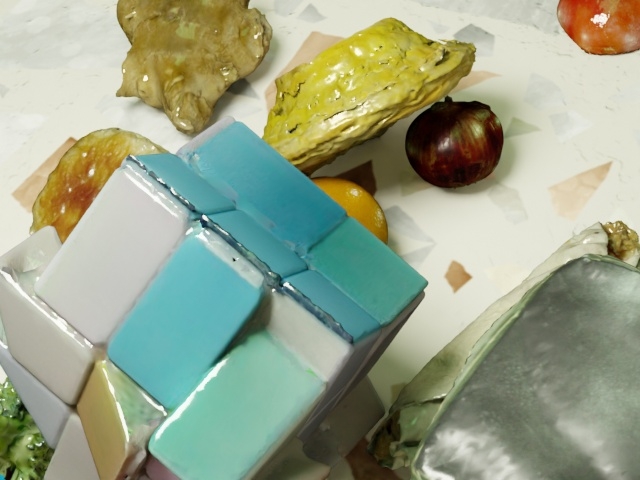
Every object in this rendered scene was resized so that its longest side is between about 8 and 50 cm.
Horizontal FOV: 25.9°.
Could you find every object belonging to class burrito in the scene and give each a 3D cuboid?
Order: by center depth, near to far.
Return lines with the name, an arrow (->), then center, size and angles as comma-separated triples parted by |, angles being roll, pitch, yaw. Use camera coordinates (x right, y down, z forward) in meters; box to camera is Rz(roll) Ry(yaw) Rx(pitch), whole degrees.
burrito -> 0.206, 0.105, 1.473 | 0.392, 0.076, 0.117 | -39, 14, -17

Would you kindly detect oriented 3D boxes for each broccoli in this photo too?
broccoli -> -0.337, 0.211, 1.459 | 0.167, 0.160, 0.154 | -2, 79, 7

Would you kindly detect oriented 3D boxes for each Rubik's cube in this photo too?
Rubik's cube -> -0.119, 0.091, 1.365 | 0.387, 0.368, 0.358 | 41, 45, 11

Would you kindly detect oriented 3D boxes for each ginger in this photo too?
ginger -> -0.165, -0.234, 1.810 | 0.219, 0.123, 0.270 | -15, 60, 3

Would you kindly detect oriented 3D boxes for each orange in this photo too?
orange -> 0.000, 0.000, 1.585 | 0.156, 0.124, 0.156 | -10, 32, 6

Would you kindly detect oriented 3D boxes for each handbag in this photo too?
handbag -> 0.246, 0.201, 1.300 | 0.247, 0.240, 0.340 | 23, 58, 30

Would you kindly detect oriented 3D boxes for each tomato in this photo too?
tomato -> 0.381, -0.317, 1.799 | 0.156, 0.069, 0.155 | -6, 50, 7

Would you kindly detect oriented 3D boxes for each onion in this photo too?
onion -> 0.158, -0.115, 1.652 | 0.117, 0.118, 0.118 | -19, 47, 24

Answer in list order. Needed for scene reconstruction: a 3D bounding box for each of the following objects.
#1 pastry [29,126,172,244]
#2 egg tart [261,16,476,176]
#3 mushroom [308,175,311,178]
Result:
pastry -> -0.253, -0.039, 1.662 | 0.182, 0.093, 0.192 | 22, 83, 32
egg tart -> 0.040, -0.174, 1.623 | 0.294, 0.294, 0.123 | -32, 92, -15
mushroom -> -0.036, -0.070, 1.713 | 0.101, 0.019, 0.049 | 20, 57, 24
